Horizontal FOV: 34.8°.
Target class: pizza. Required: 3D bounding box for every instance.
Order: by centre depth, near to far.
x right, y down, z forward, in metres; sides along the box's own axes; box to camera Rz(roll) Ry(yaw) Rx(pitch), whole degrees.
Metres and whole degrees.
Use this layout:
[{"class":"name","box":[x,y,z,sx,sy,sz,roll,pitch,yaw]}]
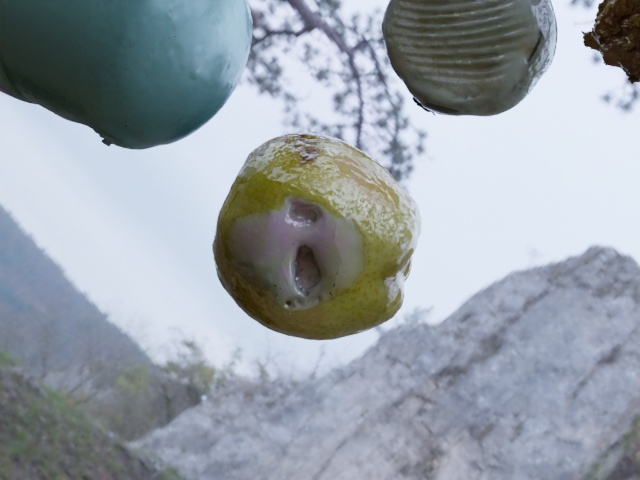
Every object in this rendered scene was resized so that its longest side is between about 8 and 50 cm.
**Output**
[{"class":"pizza","box":[0.557,-0.352,1.712,0.086,0.226,0.335,-68,140,-60]}]

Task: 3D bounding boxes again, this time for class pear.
[{"class":"pear","box":[0.000,0.000,0.845,0.178,0.178,0.178,47,-15,17]}]

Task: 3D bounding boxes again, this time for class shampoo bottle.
[{"class":"shampoo bottle","box":[-0.204,-0.178,0.681,0.349,0.151,0.222,26,4,19]}]

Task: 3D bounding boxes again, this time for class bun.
[{"class":"bun","box":[0.202,-0.274,1.362,0.239,0.239,0.141,47,23,17]}]
